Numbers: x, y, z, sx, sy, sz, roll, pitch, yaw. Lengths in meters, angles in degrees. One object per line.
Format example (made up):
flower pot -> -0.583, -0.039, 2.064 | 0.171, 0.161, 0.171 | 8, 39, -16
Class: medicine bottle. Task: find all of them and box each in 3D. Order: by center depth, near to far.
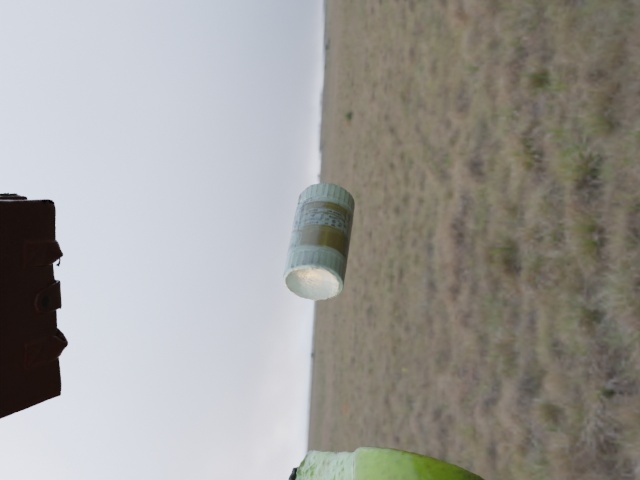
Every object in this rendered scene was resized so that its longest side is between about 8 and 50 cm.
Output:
medicine bottle -> 0.000, 0.000, 0.583 | 0.047, 0.047, 0.083 | 93, -175, -52

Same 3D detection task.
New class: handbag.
handbag -> -0.396, 0.076, 0.835 | 0.275, 0.084, 0.260 | -7, -83, -68

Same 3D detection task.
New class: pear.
pear -> 0.102, 0.296, 0.691 | 0.255, 0.238, 0.164 | -38, 29, 62
